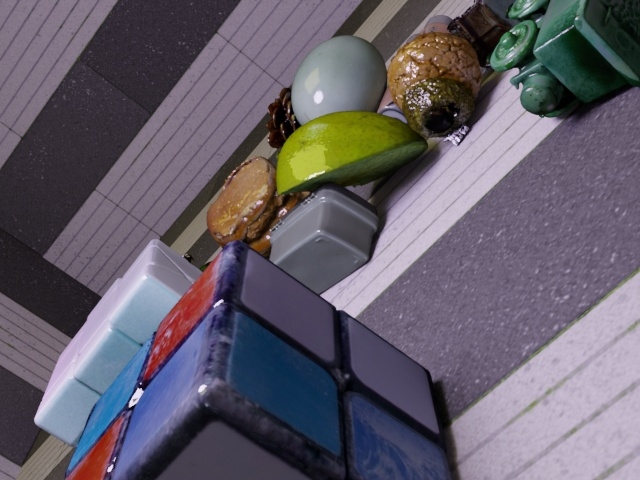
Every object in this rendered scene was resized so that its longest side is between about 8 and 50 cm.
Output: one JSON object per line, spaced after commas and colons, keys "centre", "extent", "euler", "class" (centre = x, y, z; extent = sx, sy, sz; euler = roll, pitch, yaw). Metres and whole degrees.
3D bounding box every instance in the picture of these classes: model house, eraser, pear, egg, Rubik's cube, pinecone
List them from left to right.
{"centre": [-0.272, 0.230, 1.467], "extent": [0.316, 0.322, 0.319], "euler": [-53, 15, 3], "class": "Rubik's cube"}
{"centre": [-0.072, 0.247, 0.874], "extent": [0.313, 0.316, 0.318], "euler": [-48, 15, 19], "class": "Rubik's cube"}
{"centre": [-0.004, -0.298, 2.051], "extent": [0.272, 0.224, 0.224], "euler": [2, 53, 43], "class": "pinecone"}
{"centre": [0.043, -0.343, 1.820], "extent": [0.203, 0.203, 0.283], "euler": [-33, 23, 50], "class": "egg"}
{"centre": [0.072, -0.182, 1.518], "extent": [0.239, 0.139, 0.288], "euler": [-13, -1, 39], "class": "pear"}
{"centre": [0.218, -0.369, 1.800], "extent": [0.171, 0.087, 0.290], "euler": [-34, 25, 44], "class": "eraser"}
{"centre": [0.307, -0.392, 1.507], "extent": [0.152, 0.165, 0.106], "euler": [-37, 39, 48], "class": "model house"}

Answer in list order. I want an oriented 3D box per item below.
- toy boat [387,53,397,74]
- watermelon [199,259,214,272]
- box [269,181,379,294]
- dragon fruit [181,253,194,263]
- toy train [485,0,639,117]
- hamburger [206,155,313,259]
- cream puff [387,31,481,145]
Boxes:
{"centre": [0.214, -0.457, 2.059], "extent": [0.149, 0.047, 0.049], "euler": [-25, 32, 58], "class": "toy boat"}
{"centre": [-0.238, 0.114, 1.929], "extent": [0.141, 0.140, 0.187], "euler": [-55, 1, -6], "class": "watermelon"}
{"centre": [0.000, 0.000, 1.515], "extent": [0.210, 0.148, 0.129], "euler": [-37, 32, 45], "class": "box"}
{"centre": [-0.318, 0.215, 1.763], "extent": [0.269, 0.250, 0.291], "euler": [-36, 10, 30], "class": "dragon fruit"}
{"centre": [0.355, -0.295, 1.138], "extent": [0.202, 0.145, 0.266], "euler": [-27, 30, 51], "class": "toy train"}
{"centre": [-0.114, -0.068, 1.860], "extent": [0.245, 0.211, 0.261], "euler": [-22, 39, 48], "class": "hamburger"}
{"centre": [0.216, -0.256, 1.462], "extent": [0.183, 0.183, 0.169], "euler": [-42, 39, 34], "class": "cream puff"}
